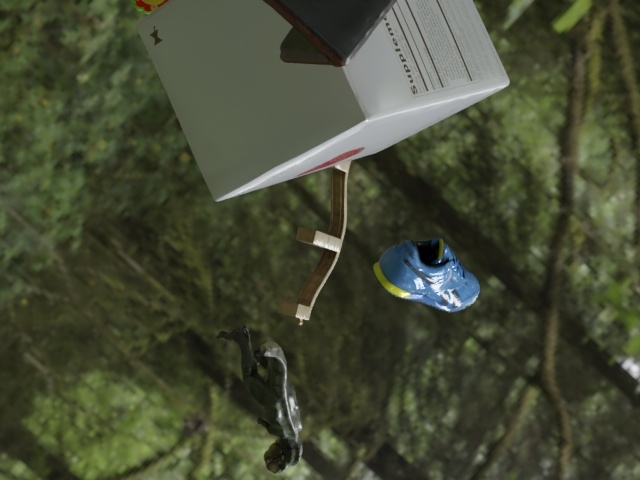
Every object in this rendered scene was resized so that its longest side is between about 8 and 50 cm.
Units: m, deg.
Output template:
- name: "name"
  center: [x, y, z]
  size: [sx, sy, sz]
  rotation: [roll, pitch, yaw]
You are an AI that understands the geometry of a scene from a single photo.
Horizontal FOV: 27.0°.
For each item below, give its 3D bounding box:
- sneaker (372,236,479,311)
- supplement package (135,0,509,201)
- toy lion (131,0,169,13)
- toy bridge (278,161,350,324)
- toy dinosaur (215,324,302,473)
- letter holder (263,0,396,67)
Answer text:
- name: "sneaker"
  center: [0.163, 0.042, 1.785]
  size: [0.209, 0.069, 0.082]
  rotation: [15, 130, -47]
- name: "supplement package"
  center: [0.011, -0.167, 1.207]
  size: [0.177, 0.175, 0.293]
  rotation: [-25, 178, 33]
- name: "toy lion"
  center: [-0.231, -0.367, 1.965]
  size: [0.096, 0.100, 0.034]
  rotation: [-42, -166, -3]
- name: "toy bridge"
  center: [0.000, 0.000, 1.444]
  size: [0.063, 0.026, 0.188]
  rotation: [19, 85, -59]
- name: "toy dinosaur"
  center: [-0.061, 0.157, 1.502]
  size: [0.064, 0.118, 0.268]
  rotation: [-24, 142, -13]
- name: "letter holder"
  center: [0.014, -0.280, 0.893]
  size: [0.302, 0.152, 0.214]
  rotation: [-53, -159, -7]
